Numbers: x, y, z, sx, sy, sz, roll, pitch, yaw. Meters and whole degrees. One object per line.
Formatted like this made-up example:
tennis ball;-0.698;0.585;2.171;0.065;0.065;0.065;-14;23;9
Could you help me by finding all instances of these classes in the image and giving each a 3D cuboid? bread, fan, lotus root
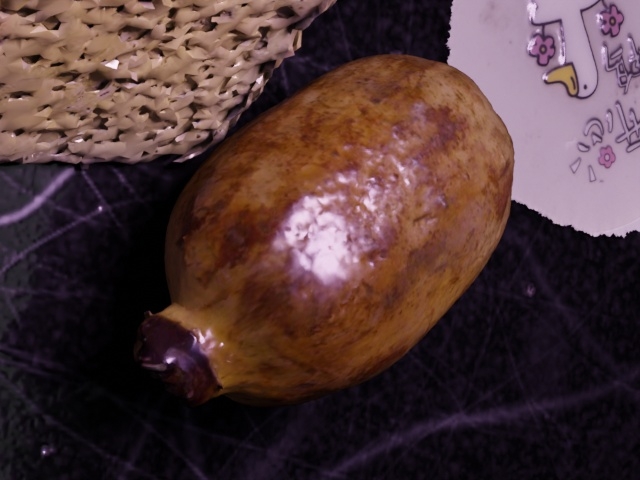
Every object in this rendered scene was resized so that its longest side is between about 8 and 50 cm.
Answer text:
bread;-0.147;-0.212;0.924;0.248;0.279;0.315;-2;48;-36
fan;0.141;-0.196;1.161;0.233;0.012;0.414;-31;107;-32
lotus root;0.000;0.000;0.986;0.260;0.128;0.145;-41;111;-34
